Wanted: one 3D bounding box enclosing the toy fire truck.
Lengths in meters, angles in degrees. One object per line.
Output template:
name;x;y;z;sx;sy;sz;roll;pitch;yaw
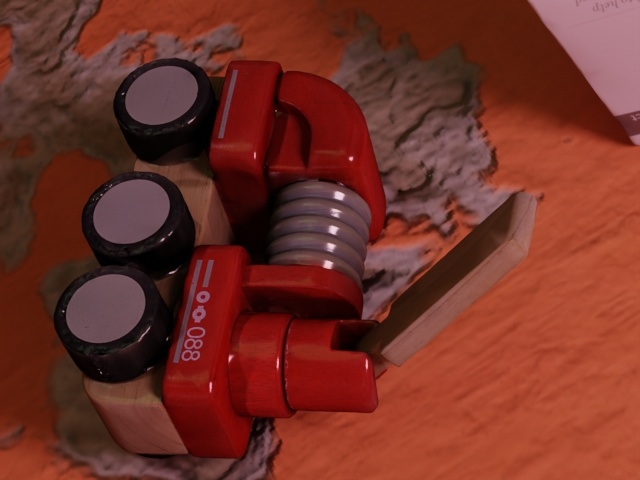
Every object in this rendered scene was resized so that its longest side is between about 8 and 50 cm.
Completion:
toy fire truck;0.000;0.000;0.945;0.246;0.158;0.217;1;55;14

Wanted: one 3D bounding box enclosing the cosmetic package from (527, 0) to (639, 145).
cosmetic package;0.209;-0.177;0.942;0.151;0.151;0.184;-15;49;31
